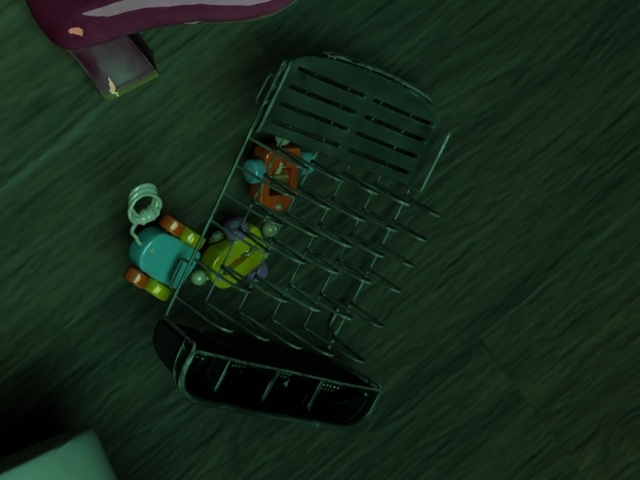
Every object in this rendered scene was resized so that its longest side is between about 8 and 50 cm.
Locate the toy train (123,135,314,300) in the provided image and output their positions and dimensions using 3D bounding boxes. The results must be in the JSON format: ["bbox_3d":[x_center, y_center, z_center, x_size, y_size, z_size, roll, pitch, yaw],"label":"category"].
[{"bbox_3d":[-0.085,-0.022,1.188,0.166,0.046,0.125,-16,123,-34],"label":"toy train"}]

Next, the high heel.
[{"bbox_3d":[-0.088,-0.206,1.114,0.244,0.082,0.117,-29,126,6],"label":"high heel"}]

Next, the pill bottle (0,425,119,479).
[{"bbox_3d":[-0.174,0.350,1.138,0.224,0.224,0.392,-23,90,-10],"label":"pill bottle"}]

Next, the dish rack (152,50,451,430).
[{"bbox_3d":[0.000,0.000,1.188,0.208,0.074,0.272,17,102,-46],"label":"dish rack"}]
